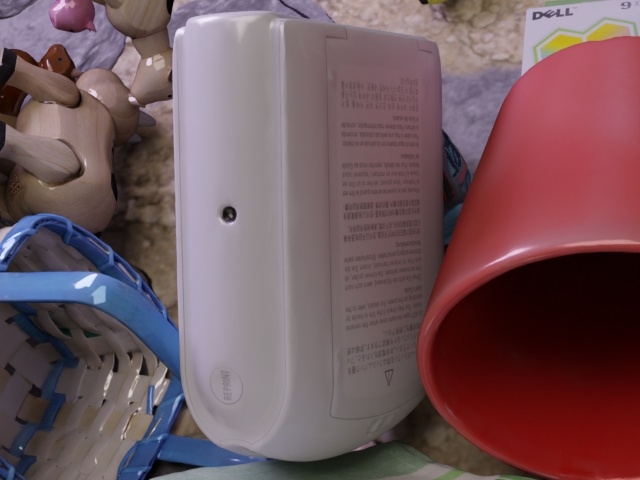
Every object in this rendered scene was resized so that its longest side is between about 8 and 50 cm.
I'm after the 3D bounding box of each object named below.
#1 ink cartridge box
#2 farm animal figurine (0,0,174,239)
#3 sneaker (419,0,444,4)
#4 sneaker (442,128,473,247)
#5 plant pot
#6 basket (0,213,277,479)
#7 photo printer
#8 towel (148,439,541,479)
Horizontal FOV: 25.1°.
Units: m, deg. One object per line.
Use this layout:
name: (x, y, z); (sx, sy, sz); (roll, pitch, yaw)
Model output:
ink cartridge box: (0.232, -0.149, 1.228); (0.109, 0.062, 0.209); (-3, 56, 20)
farm animal figurine: (-0.216, -0.124, 1.297); (0.330, 0.172, 0.327); (-35, 39, 47)
sneaker: (0.168, -0.292, 1.341); (0.094, 0.081, 0.208); (33, 73, 33)
sneaker: (0.041, -0.111, 1.236); (0.104, 0.125, 0.262); (-40, 53, -12)
plant pot: (0.215, 0.003, 1.021); (0.275, 0.275, 0.243); (-5, 46, 18)
basket: (-0.189, 0.099, 1.102); (0.289, 0.255, 0.201); (6, 57, 38)
photo printer: (0.000, 0.000, 1.033); (0.107, 0.256, 0.308); (0, 94, 31)
towel: (0.071, 0.176, 0.921); (0.325, 0.248, 0.038); (6, 95, 51)
